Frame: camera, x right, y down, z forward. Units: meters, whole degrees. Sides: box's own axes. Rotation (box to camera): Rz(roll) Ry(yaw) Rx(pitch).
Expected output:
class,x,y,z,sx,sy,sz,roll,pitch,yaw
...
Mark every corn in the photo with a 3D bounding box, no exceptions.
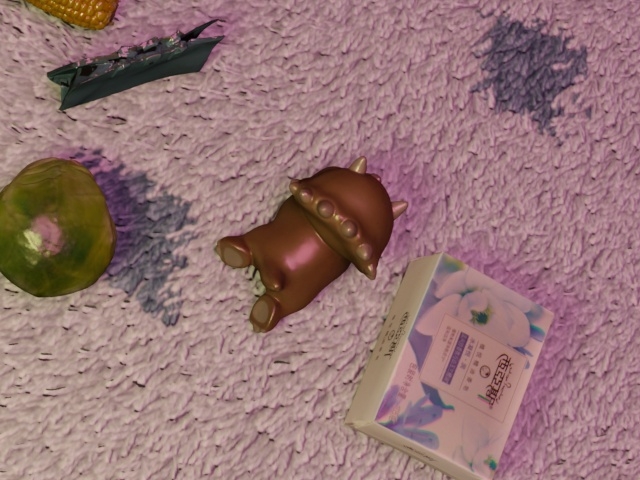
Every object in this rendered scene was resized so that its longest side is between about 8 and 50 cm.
class,x,y,z,sx,sy,sz,roll,pitch,yaw
corn,-0.408,-0.380,1.869,0.313,0.102,0.102,32,71,-14

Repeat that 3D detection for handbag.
class,x,y,z,sx,sy,sz,roll,pitch,yaw
handbag,-0.250,-0.243,1.885,0.221,0.144,0.057,-20,90,-25

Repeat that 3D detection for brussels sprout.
class,x,y,z,sx,sy,sz,roll,pitch,yaw
brussels sprout,-0.352,-0.018,1.809,0.161,0.144,0.181,-17,64,-4

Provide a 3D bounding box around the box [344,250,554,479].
class,x,y,z,sx,sy,sz,roll,pitch,yaw
box,0.187,0.184,2.006,0.203,0.116,0.274,30,72,-16

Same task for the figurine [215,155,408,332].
class,x,y,z,sx,sy,sz,roll,pitch,yaw
figurine,0.001,-0.006,1.932,0.247,0.173,0.177,-26,92,-24

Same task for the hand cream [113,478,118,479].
class,x,y,z,sx,sy,sz,roll,pitch,yaw
hand cream,-0.329,0.382,1.803,0.175,0.046,0.095,-16,85,-25
